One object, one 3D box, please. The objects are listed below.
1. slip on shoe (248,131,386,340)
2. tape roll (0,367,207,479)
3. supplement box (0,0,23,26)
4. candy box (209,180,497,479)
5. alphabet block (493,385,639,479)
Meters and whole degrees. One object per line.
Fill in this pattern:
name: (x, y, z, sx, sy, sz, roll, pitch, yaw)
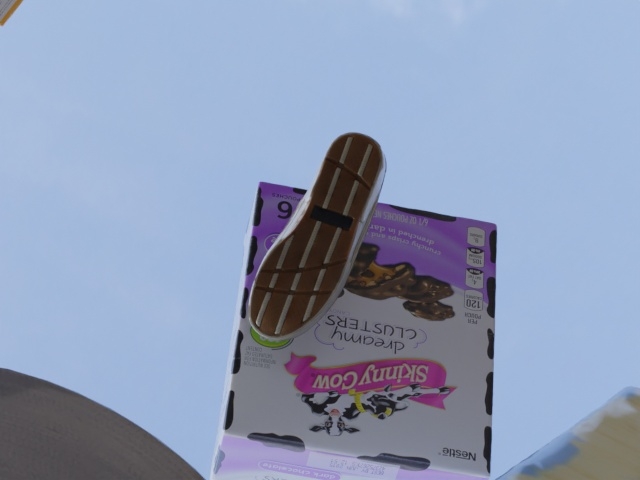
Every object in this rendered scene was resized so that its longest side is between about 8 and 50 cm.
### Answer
slip on shoe: (0.000, 0.000, 0.965, 0.051, 0.041, 0.135, 21, -99, 10)
tape roll: (-0.112, 0.145, 0.436, 0.219, 0.072, 0.219, 10, -121, -18)
supplement box: (-0.279, -0.213, 1.229, 0.062, 0.098, 0.036, 36, -93, 38)
candy box: (0.025, 0.070, 1.022, 0.164, 0.070, 0.196, 10, -128, -5)
alphabet block: (0.174, 0.212, 0.764, 0.197, 0.193, 0.192, 24, -155, 26)
